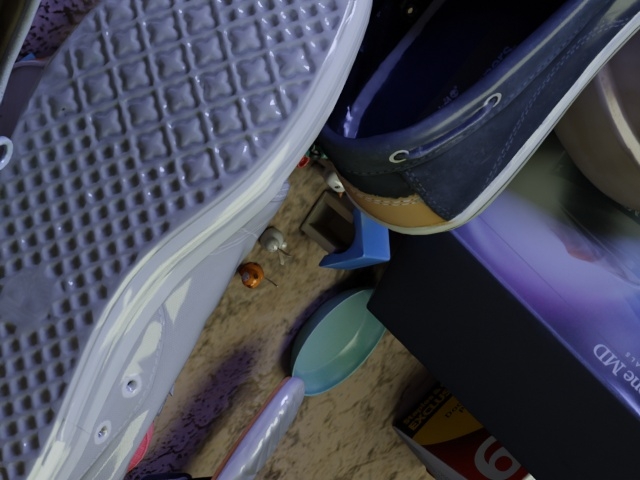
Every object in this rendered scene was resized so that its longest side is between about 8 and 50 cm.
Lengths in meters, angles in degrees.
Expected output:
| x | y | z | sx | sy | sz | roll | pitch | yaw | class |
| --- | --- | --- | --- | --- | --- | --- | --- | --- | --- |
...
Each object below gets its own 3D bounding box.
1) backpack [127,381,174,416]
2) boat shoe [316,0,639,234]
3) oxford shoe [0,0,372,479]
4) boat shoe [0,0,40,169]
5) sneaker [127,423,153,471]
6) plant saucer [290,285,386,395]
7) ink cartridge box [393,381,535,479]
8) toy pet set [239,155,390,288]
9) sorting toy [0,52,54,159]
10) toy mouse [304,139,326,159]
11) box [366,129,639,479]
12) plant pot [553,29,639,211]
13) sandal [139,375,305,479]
| x | y | z | sx | sy | sz | roll | pitch | yaw | class |
| --- | --- | --- | --- | --- | --- | --- | --- | --- | --- |
| -0.155 | 0.051 | 1.307 | 0.173 | 0.158 | 0.117 | -52 | 163 | -19 | backpack |
| 0.161 | -0.230 | 1.354 | 0.500 | 0.187 | 0.156 | -54 | 148 | 4 | boat shoe |
| -0.112 | -0.002 | 1.167 | 0.449 | 0.169 | 0.130 | -60 | 154 | -4 | oxford shoe |
| -0.210 | -0.109 | 1.073 | 0.118 | 0.103 | 0.320 | -11 | 134 | -49 | boat shoe |
| -0.229 | 0.213 | 1.407 | 0.314 | 0.136 | 0.116 | -25 | 145 | -37 | sneaker |
| 0.013 | 0.083 | 1.711 | 0.119 | 0.021 | 0.119 | -35 | 148 | -26 | plant saucer |
| 0.241 | 0.138 | 1.938 | 0.309 | 0.272 | 0.130 | -44 | 121 | -9 | ink cartridge box |
| 0.000 | 0.000 | 1.544 | 0.122 | 0.065 | 0.114 | -57 | 151 | 15 | toy pet set |
| -0.172 | -0.087 | 1.225 | 0.075 | 0.045 | 0.083 | -29 | 137 | -56 | sorting toy |
| 0.007 | -0.111 | 1.452 | 0.143 | 0.031 | 0.161 | -39 | 150 | -18 | toy mouse |
| 0.256 | 0.042 | 1.659 | 0.294 | 0.296 | 0.182 | -37 | 165 | -31 | box |
| 0.362 | -0.182 | 1.468 | 0.323 | 0.280 | 0.323 | 1 | 89 | -41 | plant pot |
| -0.108 | 0.208 | 1.641 | 0.265 | 0.076 | 0.102 | -57 | 168 | 8 | sandal |
